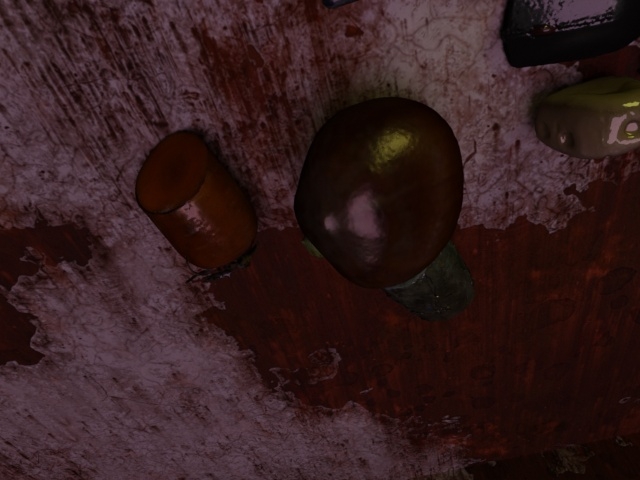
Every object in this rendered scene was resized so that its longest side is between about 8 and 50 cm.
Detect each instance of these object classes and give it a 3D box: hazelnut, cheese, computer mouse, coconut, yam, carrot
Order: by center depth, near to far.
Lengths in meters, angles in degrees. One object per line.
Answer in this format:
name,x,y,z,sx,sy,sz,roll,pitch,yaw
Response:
computer mouse,0.491,-0.418,0.838,0.295,0.087,0.168,-15,132,8
hazelnut,0.112,-0.093,0.891,0.366,0.366,0.366,-3,129,-4
cheese,0.559,-0.254,0.910,0.218,0.235,0.117,-36,124,-30
carrot,-0.241,-0.042,0.976,0.193,0.214,0.331,-21,131,12
coconut,0.000,0.000,1.117,0.096,0.088,0.088,-6,129,-9
yam,0.256,0.088,1.147,0.202,0.201,0.271,2,158,43

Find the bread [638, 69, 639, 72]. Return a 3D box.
bread,0.774,-0.376,0.882,0.143,0.139,0.229,39,114,-22

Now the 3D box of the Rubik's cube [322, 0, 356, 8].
Rubik's cube,0.094,-0.519,0.572,0.304,0.305,0.301,-16,129,4
